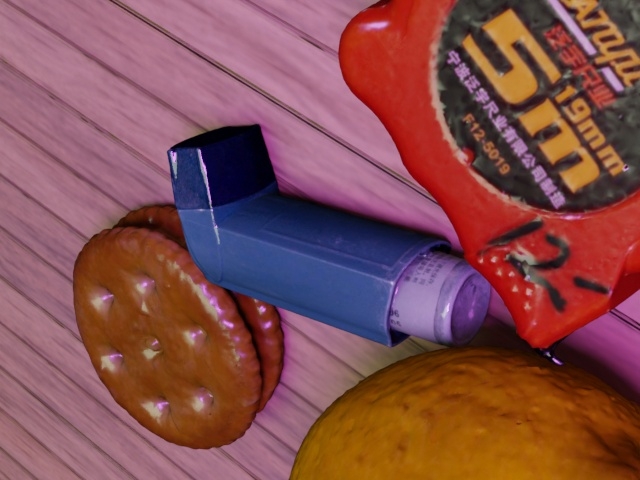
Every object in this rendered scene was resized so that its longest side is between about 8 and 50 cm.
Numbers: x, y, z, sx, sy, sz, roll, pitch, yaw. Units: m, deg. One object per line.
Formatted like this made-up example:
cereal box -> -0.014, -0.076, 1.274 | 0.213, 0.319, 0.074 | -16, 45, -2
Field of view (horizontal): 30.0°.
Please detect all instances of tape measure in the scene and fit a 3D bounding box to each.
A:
tape measure -> 0.153, -0.088, 0.677 | 0.260, 0.114, 0.253 | -39, 85, 42

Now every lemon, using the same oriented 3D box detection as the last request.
lemon -> 0.106, 0.189, 0.773 | 0.245, 0.245, 0.320 | 60, 146, -2

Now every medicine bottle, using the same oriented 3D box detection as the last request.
medicine bottle -> 0.000, 0.000, 0.878 | 0.258, 0.079, 0.124 | 20, 119, 32

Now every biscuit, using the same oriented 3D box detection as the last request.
biscuit -> -0.127, 0.077, 1.040 | 0.220, 0.066, 0.220 | 21, 126, 31
